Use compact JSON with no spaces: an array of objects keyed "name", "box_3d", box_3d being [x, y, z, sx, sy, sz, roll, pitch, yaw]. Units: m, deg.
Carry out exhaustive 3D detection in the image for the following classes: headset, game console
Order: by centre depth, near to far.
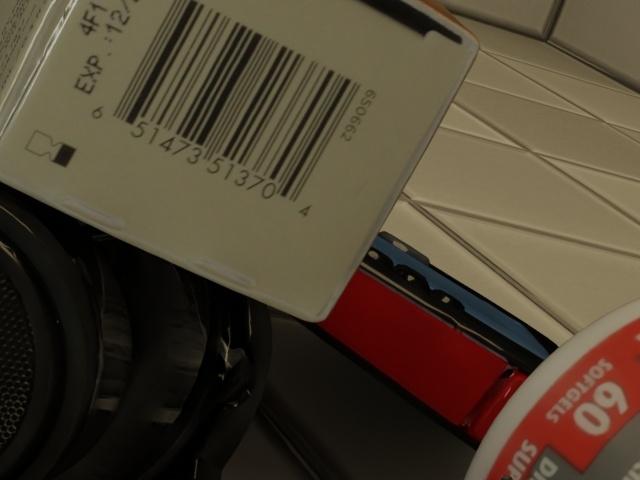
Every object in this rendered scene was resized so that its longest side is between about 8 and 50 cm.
[{"name":"headset","box_3d":[-0.091,0.031,0.692,0.394,0.185,0.243,50,13,25]},{"name":"game console","box_3d":[0.000,0.000,1.004,0.342,0.060,0.386,36,3,0]}]

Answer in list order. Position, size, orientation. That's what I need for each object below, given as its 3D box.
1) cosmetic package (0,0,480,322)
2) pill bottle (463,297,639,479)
[{"name":"cosmetic package","box_3d":[-0.061,-0.102,0.743,0.153,0.129,0.296,24,14,-23]},{"name":"pill bottle","box_3d":[0.216,0.174,0.598,0.210,0.210,0.363,11,16,-33]}]
